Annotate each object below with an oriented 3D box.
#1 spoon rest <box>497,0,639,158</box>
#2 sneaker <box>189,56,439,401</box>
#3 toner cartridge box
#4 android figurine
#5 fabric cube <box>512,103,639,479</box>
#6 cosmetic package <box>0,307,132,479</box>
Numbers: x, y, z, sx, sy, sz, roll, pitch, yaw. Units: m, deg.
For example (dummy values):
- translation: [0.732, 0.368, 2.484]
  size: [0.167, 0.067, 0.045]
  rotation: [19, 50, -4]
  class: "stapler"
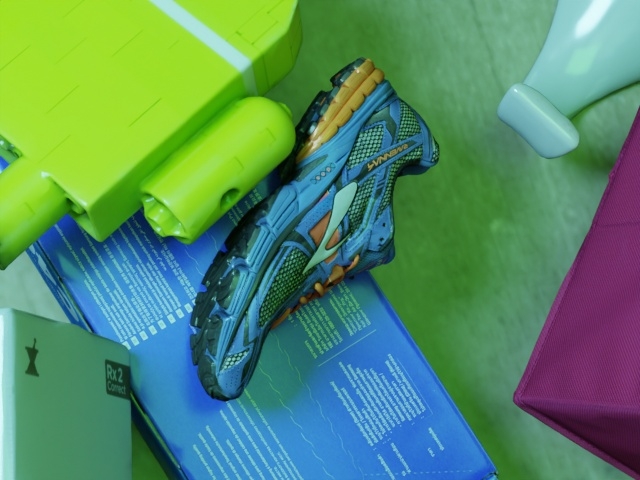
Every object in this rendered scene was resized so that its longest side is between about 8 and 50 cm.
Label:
- translation: [0.203, -0.152, 1.141]
  size: [0.137, 0.084, 0.276]
  rotation: [44, 61, -1]
  class: "spoon rest"
- translation: [0.000, 0.000, 0.982]
  size: [0.087, 0.083, 0.221]
  rotation: [33, 75, -9]
  class: "sneaker"
- translation: [-0.057, 0.044, 1.040]
  size: [0.165, 0.075, 0.347]
  rotation: [-31, 85, -15]
  class: "toner cartridge box"
- translation: [-0.123, -0.109, 0.985]
  size: [0.248, 0.056, 0.273]
  rotation: [37, 69, 22]
  class: "android figurine"
- translation: [0.319, 0.041, 0.988]
  size: [0.254, 0.258, 0.259]
  rotation: [30, 74, -22]
  class: "fabric cube"
- translation: [-0.213, 0.126, 0.920]
  size: [0.184, 0.151, 0.151]
  rotation: [-6, 78, 17]
  class: "cosmetic package"
